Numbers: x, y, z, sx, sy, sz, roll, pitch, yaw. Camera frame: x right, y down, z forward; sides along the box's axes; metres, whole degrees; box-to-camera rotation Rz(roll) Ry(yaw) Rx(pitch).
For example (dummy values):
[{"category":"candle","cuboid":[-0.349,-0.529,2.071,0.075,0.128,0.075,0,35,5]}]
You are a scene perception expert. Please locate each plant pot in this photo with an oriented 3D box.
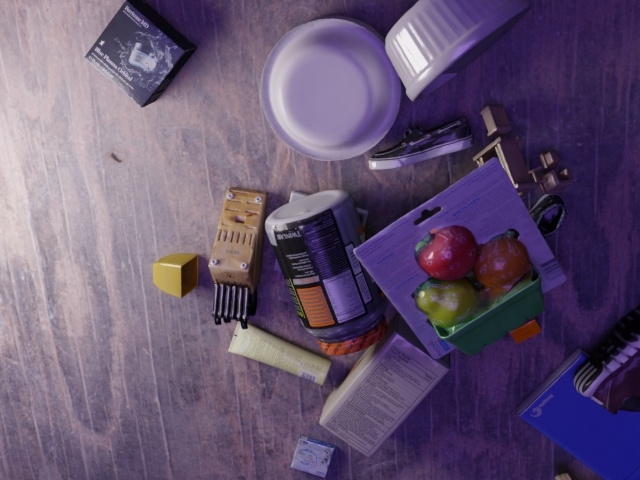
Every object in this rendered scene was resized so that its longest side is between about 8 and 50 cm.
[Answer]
[{"category":"plant pot","cuboid":[-0.334,0.075,1.812,0.083,0.081,0.081,9,111,18]}]

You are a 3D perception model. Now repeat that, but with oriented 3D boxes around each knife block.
[{"category":"knife block","cuboid":[-0.179,0.052,1.788,0.088,0.242,0.275,8,66,4]}]

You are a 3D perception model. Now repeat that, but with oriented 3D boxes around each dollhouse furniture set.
[{"category":"dollhouse furniture set","cuboid":[0.402,-0.173,1.635,0.101,0.161,0.181,-41,59,54]}]

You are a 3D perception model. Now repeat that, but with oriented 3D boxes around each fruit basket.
[{"category":"fruit basket","cuboid":[0.284,0.046,1.596,0.327,0.165,0.353,-34,115,7]}]

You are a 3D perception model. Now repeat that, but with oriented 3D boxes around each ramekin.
[{"category":"ramekin","cuboid":[0.240,-0.388,1.470,0.273,0.273,0.127,-39,89,19]}]

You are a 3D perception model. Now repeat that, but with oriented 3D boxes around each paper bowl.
[{"category":"paper bowl","cuboid":[0.021,-0.299,1.589,0.284,0.148,0.284,3,109,8]}]

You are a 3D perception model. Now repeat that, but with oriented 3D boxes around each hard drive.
[{"category":"hard drive","cuboid":[0.640,0.413,1.809,0.319,0.040,0.210,36,111,-6]}]

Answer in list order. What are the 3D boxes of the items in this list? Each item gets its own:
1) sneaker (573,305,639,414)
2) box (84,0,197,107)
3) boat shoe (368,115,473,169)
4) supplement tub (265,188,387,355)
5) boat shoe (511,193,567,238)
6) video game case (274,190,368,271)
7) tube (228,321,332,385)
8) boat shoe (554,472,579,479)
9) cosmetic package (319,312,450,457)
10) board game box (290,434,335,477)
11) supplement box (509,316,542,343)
[{"category":"sneaker","cuboid":[0.692,0.260,1.708,0.162,0.106,0.281,41,102,-11]},{"category":"box","cuboid":[-0.370,-0.387,1.643,0.156,0.093,0.158,41,109,-7]},{"category":"boat shoe","cuboid":[0.201,-0.201,1.639,0.219,0.078,0.070,-15,105,7]},{"category":"supplement tub","cuboid":[0.022,0.068,1.671,0.194,0.193,0.316,-16,107,13]},{"category":"boat shoe","cuboid":[0.442,-0.016,1.661,0.065,0.083,0.183,31,111,-3]},{"category":"video game case","cuboid":[0.000,0.000,1.765,0.173,0.022,0.190,15,110,3]},{"category":"tube","cuboid":[-0.093,0.264,1.858,0.240,0.062,0.070,21,70,5]},{"category":"boat shoe","cuboid":[0.669,0.620,1.849,0.302,0.109,0.098,39,105,-13]},{"category":"cosmetic package","cuboid":[0.146,0.325,1.803,0.153,0.129,0.296,37,111,-4]},{"category":"board game box","cuboid":[-0.019,0.530,1.959,0.090,0.020,0.090,17,111,2]},{"category":"supplement box","cuboid":[0.436,0.174,1.722,0.062,0.098,0.036,-31,106,16]}]
